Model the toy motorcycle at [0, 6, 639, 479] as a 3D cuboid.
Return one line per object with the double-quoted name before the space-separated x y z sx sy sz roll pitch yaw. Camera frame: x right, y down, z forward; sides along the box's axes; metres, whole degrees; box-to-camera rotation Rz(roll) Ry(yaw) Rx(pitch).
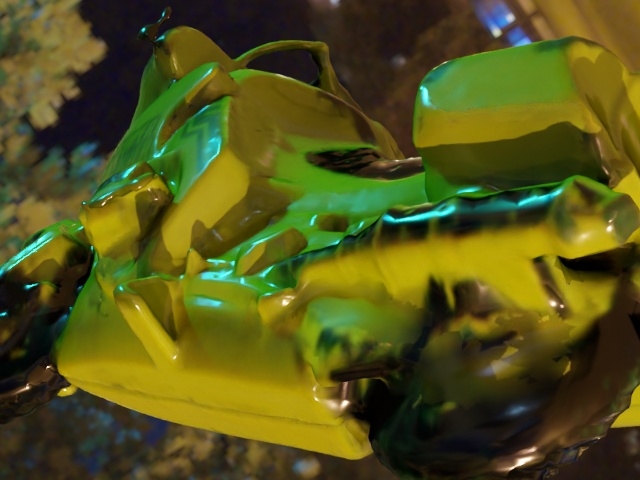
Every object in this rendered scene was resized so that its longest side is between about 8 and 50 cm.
"toy motorcycle" 0.001 0.002 0.561 0.342 0.206 0.142 1 142 44
